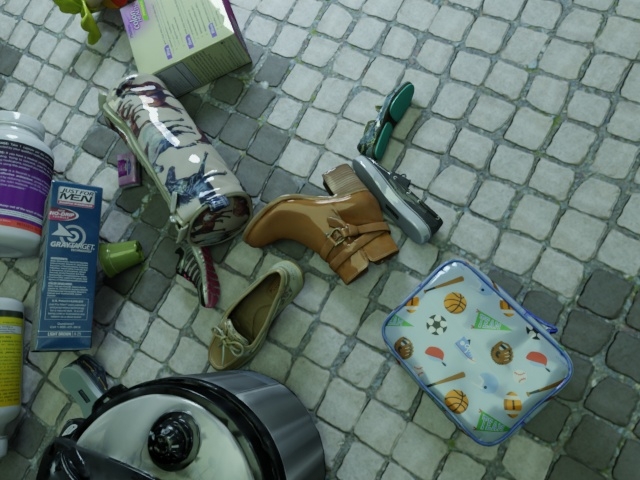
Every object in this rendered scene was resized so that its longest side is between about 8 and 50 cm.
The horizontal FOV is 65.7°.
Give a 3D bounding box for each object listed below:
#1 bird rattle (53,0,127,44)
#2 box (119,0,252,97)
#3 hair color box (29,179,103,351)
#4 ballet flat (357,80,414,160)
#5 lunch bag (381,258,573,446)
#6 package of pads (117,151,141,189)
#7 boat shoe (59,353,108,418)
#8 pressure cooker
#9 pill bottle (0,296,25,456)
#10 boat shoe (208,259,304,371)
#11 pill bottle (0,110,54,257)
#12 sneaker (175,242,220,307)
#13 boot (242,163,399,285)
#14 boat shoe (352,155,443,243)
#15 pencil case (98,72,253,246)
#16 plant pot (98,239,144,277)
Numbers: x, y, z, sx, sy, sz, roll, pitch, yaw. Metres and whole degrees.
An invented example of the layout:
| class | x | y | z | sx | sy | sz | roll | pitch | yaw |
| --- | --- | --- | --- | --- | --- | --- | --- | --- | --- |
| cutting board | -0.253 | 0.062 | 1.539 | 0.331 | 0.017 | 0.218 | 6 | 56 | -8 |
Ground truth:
| class | x | y | z | sx | sy | sz | roll | pitch | yaw |
| --- | --- | --- | --- | --- | --- | --- | --- | --- | --- |
| bird rattle | -0.531 | -0.629 | 1.231 | 0.253 | 0.207 | 0.143 | -35 | 115 | 19 |
| box | -0.320 | -0.489 | 1.183 | 0.243 | 0.117 | 0.213 | -23 | 73 | 6 |
| hair color box | -0.550 | 0.063 | 1.075 | 0.174 | 0.105 | 0.347 | -20 | 68 | 54 |
| ballet flat | 0.133 | -0.260 | 1.054 | 0.070 | 0.070 | 0.188 | 26 | 81 | 17 |
| lunch bag | 0.279 | 0.194 | 0.889 | 0.243 | 0.115 | 0.303 | -43 | 71 | -1 |
| package of pads | -0.458 | -0.167 | 1.186 | 0.050 | 0.032 | 0.083 | -11 | 75 | 9 |
| boat shoe | -0.478 | 0.331 | 1.067 | 0.065 | 0.083 | 0.183 | -26 | 100 | 7 |
| pressure cooker | -0.207 | 0.395 | 0.796 | 0.370 | 0.420 | 0.375 | -25 | 74 | 6 |
| pill bottle | -0.751 | 0.299 | 1.068 | 0.188 | 0.188 | 0.333 | -10 | 75 | 11 |
| boat shoe | -0.146 | 0.155 | 0.989 | 0.104 | 0.089 | 0.285 | 39 | 103 | 14 |
| pill bottle | -0.733 | -0.130 | 1.162 | 0.182 | 0.181 | 0.322 | -5 | 73 | 12 |
| sneaker | -0.271 | 0.074 | 1.073 | 0.075 | 0.063 | 0.170 | -23 | 68 | 7 |
| boot | 0.000 | 0.000 | 1.015 | 0.283 | 0.109 | 0.220 | -29 | 77 | -2 |
| boat shoe | 0.159 | -0.097 | 1.005 | 0.076 | 0.080 | 0.228 | -35 | 68 | -14 |
| pencil case | -0.320 | -0.179 | 1.077 | 0.410 | 0.183 | 0.160 | 52 | 124 | 17 |
| plant pot | -0.445 | 0.034 | 1.120 | 0.079 | 0.083 | 0.083 | -16 | 74 | -3 |
